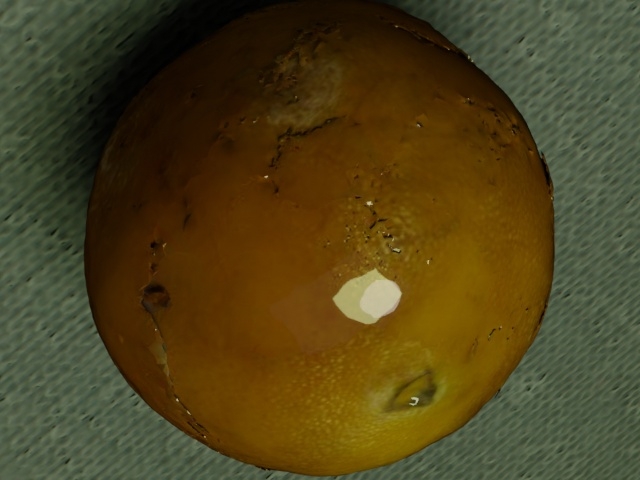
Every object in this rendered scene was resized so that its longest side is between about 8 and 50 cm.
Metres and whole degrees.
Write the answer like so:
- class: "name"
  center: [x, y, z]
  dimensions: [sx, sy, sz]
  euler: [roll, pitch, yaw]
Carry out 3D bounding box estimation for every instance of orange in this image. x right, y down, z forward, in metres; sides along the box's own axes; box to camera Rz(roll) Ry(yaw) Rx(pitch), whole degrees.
- class: "orange"
  center: [0.000, 0.000, 0.900]
  dimensions: [0.240, 0.240, 0.240]
  euler: [-14, 134, -15]
